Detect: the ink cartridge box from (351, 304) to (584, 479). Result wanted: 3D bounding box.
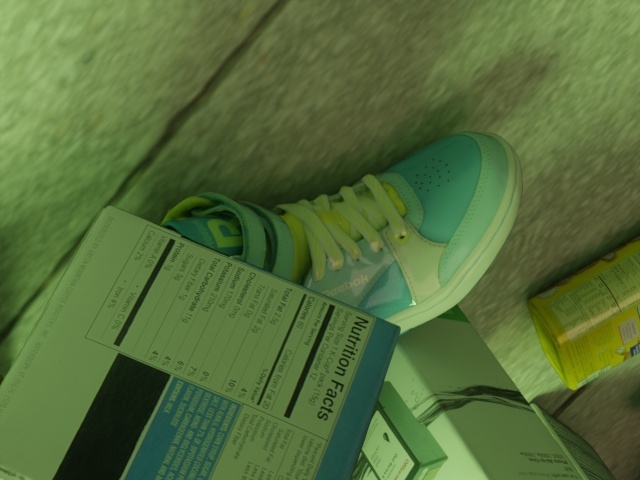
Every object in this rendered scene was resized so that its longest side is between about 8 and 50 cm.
[{"bbox_3d":[0.073,0.192,1.299,0.122,0.289,0.211,11,123,-40],"label":"ink cartridge box"}]

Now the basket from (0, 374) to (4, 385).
[{"bbox_3d":[-0.409,0.177,1.119,0.213,0.223,0.299,43,102,-16],"label":"basket"}]

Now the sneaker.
[{"bbox_3d":[0.000,0.000,1.190,0.319,0.127,0.208,-41,141,7],"label":"sneaker"}]

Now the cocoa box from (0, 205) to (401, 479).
[{"bbox_3d":[-0.114,0.192,1.105,0.228,0.231,0.347,22,141,1],"label":"cocoa box"}]

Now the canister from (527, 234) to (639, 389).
[{"bbox_3d":[0.294,0.061,1.485,0.170,0.073,0.126,-30,140,-3],"label":"canister"}]

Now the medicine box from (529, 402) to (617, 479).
[{"bbox_3d":[0.222,0.367,1.571,0.263,0.289,0.149,-43,137,11],"label":"medicine box"}]
